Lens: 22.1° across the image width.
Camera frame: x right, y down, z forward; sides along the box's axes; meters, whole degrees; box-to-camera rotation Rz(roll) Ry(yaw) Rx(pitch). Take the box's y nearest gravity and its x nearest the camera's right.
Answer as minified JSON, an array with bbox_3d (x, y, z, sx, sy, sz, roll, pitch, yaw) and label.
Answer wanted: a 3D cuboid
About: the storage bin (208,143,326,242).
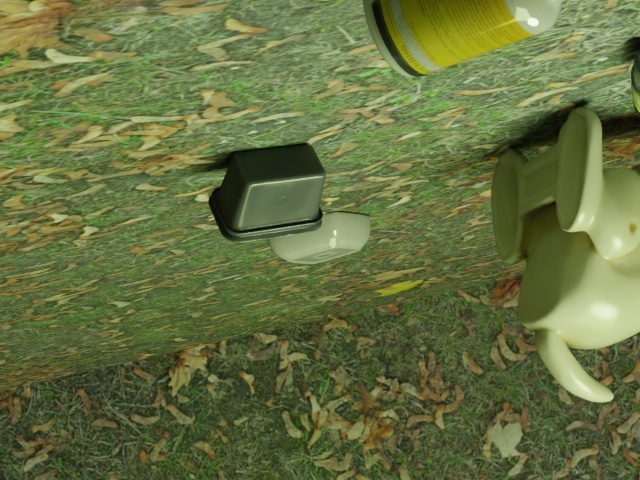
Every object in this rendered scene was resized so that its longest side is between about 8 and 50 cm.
[{"bbox_3d":[-0.060,-0.069,1.991,0.135,0.098,0.091,-7,142,-24],"label":"storage bin"}]

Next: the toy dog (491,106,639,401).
[{"bbox_3d":[0.479,0.018,2.204,0.408,0.395,0.284,6,156,-18],"label":"toy dog"}]

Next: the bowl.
[{"bbox_3d":[0.000,0.000,2.542,0.142,0.053,0.142,-15,169,26],"label":"bowl"}]

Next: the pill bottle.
[{"bbox_3d":[0.135,-0.208,1.346,0.184,0.103,0.103,-17,169,29],"label":"pill bottle"}]

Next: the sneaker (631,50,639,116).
[{"bbox_3d":[0.485,-0.204,1.818,0.300,0.111,0.121,-18,165,18],"label":"sneaker"}]
